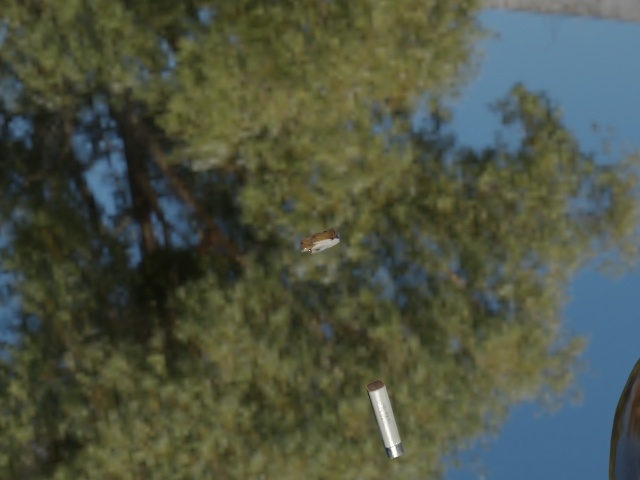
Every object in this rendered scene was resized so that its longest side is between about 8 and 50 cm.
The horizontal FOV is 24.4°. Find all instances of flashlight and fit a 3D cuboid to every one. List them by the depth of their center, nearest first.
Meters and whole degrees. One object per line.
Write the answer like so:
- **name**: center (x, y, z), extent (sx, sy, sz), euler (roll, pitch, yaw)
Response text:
- **flashlight**: center (0.064, 0.178, 1.473), extent (0.018, 0.083, 0.018), euler (-19, -154, -6)

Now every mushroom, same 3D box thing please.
- **mushroom**: center (-0.001, 0.000, 1.705), extent (0.049, 0.019, 0.101), euler (-21, 176, -7)

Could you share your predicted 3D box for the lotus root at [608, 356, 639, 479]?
- **lotus root**: center (0.239, 0.101, 0.762), extent (0.260, 0.267, 0.149), euler (-43, -116, -11)
